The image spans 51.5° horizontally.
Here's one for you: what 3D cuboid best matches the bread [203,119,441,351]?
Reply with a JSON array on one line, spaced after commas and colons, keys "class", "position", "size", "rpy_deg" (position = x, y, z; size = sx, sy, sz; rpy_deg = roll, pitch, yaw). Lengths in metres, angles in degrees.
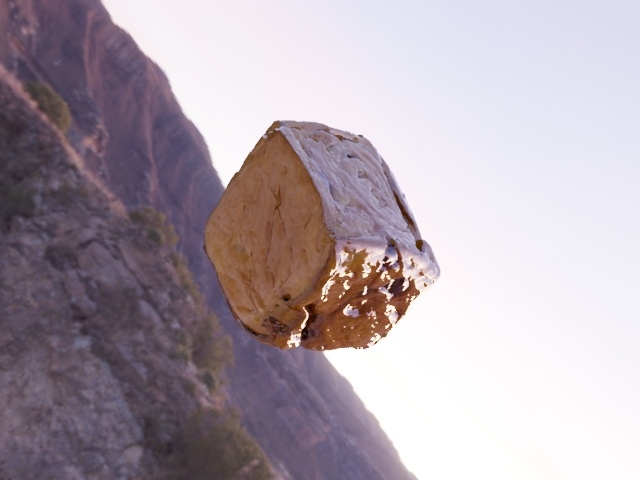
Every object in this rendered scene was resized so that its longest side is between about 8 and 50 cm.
[{"class": "bread", "position": [0.000, 0.000, 0.555], "size": [0.149, 0.143, 0.158], "rpy_deg": [1, 50, -44]}]
